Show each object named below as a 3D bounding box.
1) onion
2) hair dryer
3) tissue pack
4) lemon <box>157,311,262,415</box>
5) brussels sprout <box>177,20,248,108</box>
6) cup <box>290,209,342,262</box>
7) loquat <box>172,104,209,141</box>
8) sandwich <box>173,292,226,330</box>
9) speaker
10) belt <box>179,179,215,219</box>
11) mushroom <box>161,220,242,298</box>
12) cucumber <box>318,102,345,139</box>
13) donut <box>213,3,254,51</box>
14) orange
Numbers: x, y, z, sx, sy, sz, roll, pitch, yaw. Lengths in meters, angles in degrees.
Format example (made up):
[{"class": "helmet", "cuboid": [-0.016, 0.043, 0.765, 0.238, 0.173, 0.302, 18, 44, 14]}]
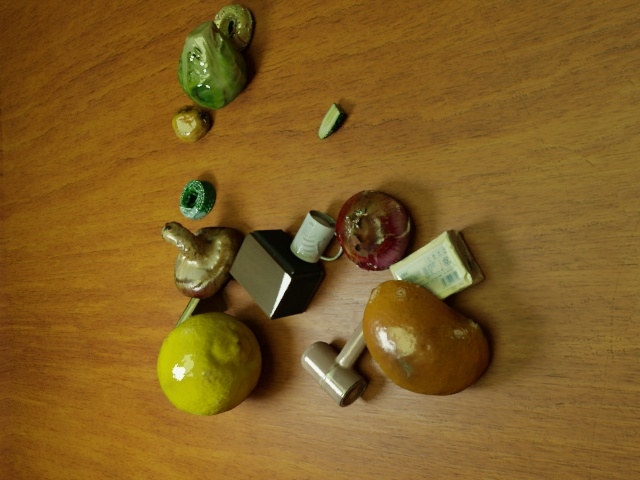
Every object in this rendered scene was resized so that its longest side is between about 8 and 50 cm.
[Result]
[{"class": "onion", "cuboid": [0.129, -0.024, 1.592, 0.230, 0.163, 0.229, 4, 97, 31]}, {"class": "hair dryer", "cuboid": [0.097, 0.282, 1.676, 0.189, 0.107, 0.344, 41, 105, 33]}, {"class": "tissue pack", "cuboid": [0.292, 0.082, 1.505, 0.196, 0.092, 0.148, -35, 72, 33]}, {"class": "lemon", "cuboid": [-0.355, 0.395, 1.877, 0.348, 0.348, 0.347, 0, 90, 39]}, {"class": "brussels sprout", "cuboid": [-0.356, -0.568, 1.931, 0.219, 0.210, 0.271, 31, 145, 39]}, {"class": "cup", "cuboid": [-0.008, -0.002, 1.740, 0.136, 0.099, 0.133, 45, 116, 33]}, {"class": "loquat", "cuboid": [-0.460, -0.417, 2.098, 0.137, 0.113, 0.137, -7, 71, 21]}, {"class": "sandwich", "cuboid": [-0.437, 0.217, 2.035, 0.117, 0.187, 0.144, -39, 73, 31]}, {"class": "speaker", "cuboid": [-0.137, 0.099, 1.804, 0.231, 0.153, 0.192, 44, 120, 30]}, {"class": "belt", "cuboid": [-0.448, -0.145, 2.106, 0.121, 0.079, 0.151, 47, 118, 28]}, {"class": "mushroom", "cuboid": [-0.401, 0.072, 1.968, 0.267, 0.255, 0.267, 2, 93, 51]}, {"class": "cucumber", "cuboid": [0.033, -0.346, 1.750, 0.107, 0.035, 0.067, -55, 41, 26]}, {"class": "donut", "cuboid": [-0.302, -0.717, 1.998, 0.175, 0.068, 0.174, -1, 88, 38]}, {"class": "orange", "cuboid": [0.255, 0.256, 1.472, 0.274, 0.310, 0.274, -160, 90, -76]}]
